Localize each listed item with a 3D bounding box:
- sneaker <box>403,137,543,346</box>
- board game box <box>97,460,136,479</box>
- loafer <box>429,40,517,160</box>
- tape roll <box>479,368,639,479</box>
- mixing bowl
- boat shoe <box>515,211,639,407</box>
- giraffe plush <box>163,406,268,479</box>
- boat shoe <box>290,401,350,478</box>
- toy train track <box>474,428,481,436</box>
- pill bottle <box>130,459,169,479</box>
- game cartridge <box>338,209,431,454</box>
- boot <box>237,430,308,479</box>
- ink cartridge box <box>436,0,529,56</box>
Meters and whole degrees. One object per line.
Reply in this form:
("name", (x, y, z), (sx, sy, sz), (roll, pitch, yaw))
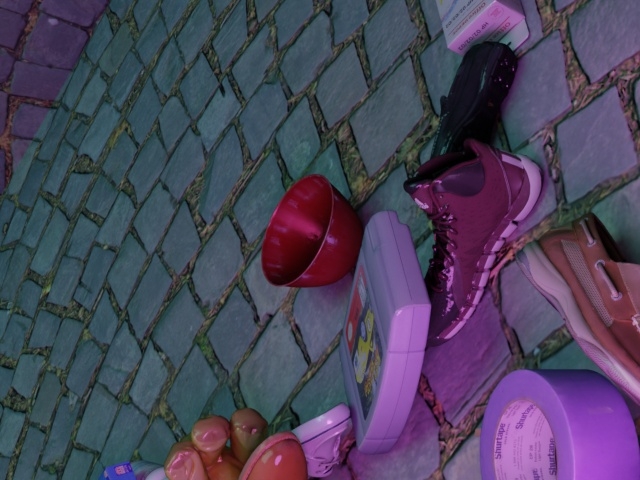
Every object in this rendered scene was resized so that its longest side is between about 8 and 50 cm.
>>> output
("sneaker", (0.151, -0.009, 1.570), (0.281, 0.162, 0.106), (-62, 31, 7))
("board game box", (-0.334, 0.481, 2.002), (0.160, 0.047, 0.210), (62, 142, 24))
("loafer", (0.199, -0.173, 1.690), (0.078, 0.076, 0.223), (13, 74, 46))
("tape roll", (0.246, 0.228, 1.281), (0.189, 0.080, 0.189), (-177, 90, -68))
("mixing bowl", (0.000, 0.000, 1.863), (0.181, 0.098, 0.181), (-35, 43, 40))
("boat shoe", (0.324, 0.076, 1.290), (0.116, 0.123, 0.324), (-42, 42, 10))
("giraffe plush", (-0.153, 0.344, 1.842), (0.170, 0.181, 0.210), (-155, 55, -70))
("boat shoe", (-0.002, 0.285, 1.677), (0.076, 0.083, 0.226), (58, 153, 10))
("toy train track", (0.205, 0.248, 1.459), (0.048, 0.014, 0.083), (-8, 69, 47))
("pill bottle", (-0.267, 0.411, 2.010), (0.160, 0.087, 0.087), (-4, 66, 56))
("game cartridge", (0.078, 0.132, 1.568), (0.196, 0.060, 0.294), (-107, 20, -44))
("boot", (-0.021, 0.407, 1.553), (0.220, 0.109, 0.283), (31, 114, 49))
("ink cartridge box", (0.230, -0.333, 1.769), (0.104, 0.061, 0.181), (-44, 38, 34))
